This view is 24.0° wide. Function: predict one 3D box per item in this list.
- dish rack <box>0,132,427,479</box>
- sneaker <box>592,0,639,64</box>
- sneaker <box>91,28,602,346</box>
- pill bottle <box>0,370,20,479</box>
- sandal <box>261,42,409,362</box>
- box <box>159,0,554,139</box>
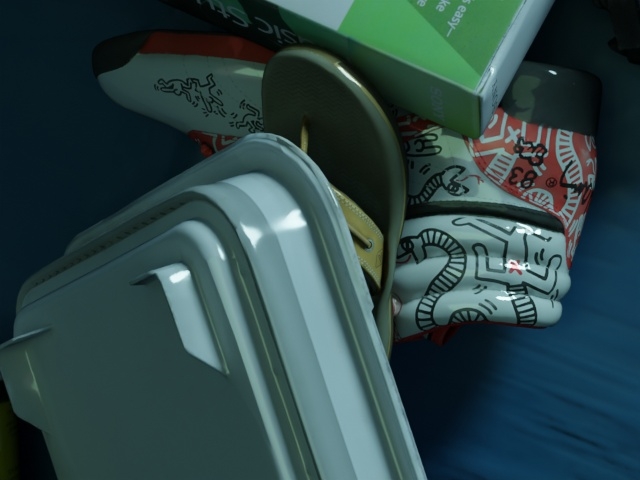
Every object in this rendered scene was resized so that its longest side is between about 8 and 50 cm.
[{"bbox_3d":[-0.053,0.139,0.716,0.285,0.072,0.333,-23,84,54],"label":"dish rack"},{"bbox_3d":[0.162,-0.139,0.690,0.084,0.152,0.058,8,50,22],"label":"sneaker"},{"bbox_3d":[0.001,-0.025,0.761,0.270,0.090,0.145,7,92,15],"label":"sneaker"},{"bbox_3d":[-0.224,0.167,0.828,0.119,0.119,0.209,-1,91,18],"label":"pill bottle"},{"bbox_3d":[0.000,0.000,0.694,0.072,0.049,0.180,10,112,28],"label":"sandal"},{"bbox_3d":[-0.013,-0.214,0.735,0.322,0.058,0.232,26,76,17],"label":"box"}]
